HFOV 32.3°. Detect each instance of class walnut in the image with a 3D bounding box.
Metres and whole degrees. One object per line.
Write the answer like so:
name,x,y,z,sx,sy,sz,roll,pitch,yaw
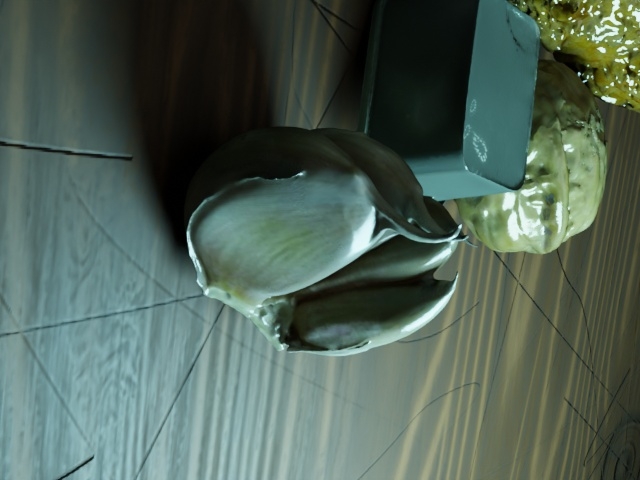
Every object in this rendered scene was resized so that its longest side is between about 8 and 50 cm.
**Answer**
walnut,0.250,-0.096,1.347,0.198,0.198,0.245,-33,122,-40

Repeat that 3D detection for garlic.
garlic,0.000,0.000,1.047,0.210,0.292,0.237,-21,77,-52

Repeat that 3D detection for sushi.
sushi,0.332,-0.291,1.316,0.348,0.234,0.208,43,52,-42

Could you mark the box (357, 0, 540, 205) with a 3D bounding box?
box,0.144,-0.157,1.204,0.163,0.135,0.243,18,75,-46
